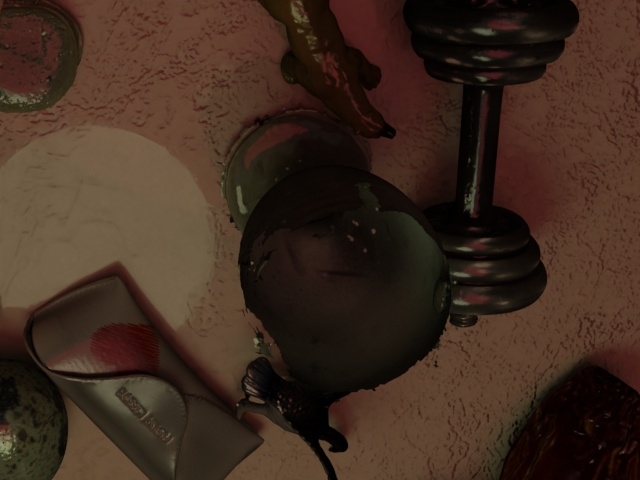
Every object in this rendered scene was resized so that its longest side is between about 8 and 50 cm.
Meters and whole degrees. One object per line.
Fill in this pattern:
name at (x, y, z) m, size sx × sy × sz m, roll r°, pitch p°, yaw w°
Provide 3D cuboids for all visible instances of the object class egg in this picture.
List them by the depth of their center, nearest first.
egg at (-0.341, 0.209, 1.210) m, size 0.132 × 0.132 × 0.172 m, roll -13°, pitch 124°, yaw -5°

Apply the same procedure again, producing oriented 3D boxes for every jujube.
jujube at (0.312, 0.272, 1.337) m, size 0.168 × 0.168 × 0.236 m, roll 28°, pitch 86°, yaw -18°

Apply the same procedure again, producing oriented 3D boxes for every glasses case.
glasses case at (-0.192, 0.181, 1.250) m, size 0.128 × 0.083 × 0.308 m, roll -36°, pitch 112°, yaw 5°

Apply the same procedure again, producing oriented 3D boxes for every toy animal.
toy animal at (0.002, -0.198, 1.133) m, size 0.103 × 0.101 × 0.218 m, roll -27°, pitch 112°, yaw -1°
toy animal at (-0.013, 0.191, 1.278) m, size 0.160 × 0.197 × 0.272 m, roll 17°, pitch 63°, yaw 1°

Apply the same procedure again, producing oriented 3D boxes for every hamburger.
hamburger at (-0.284, -0.187, 1.115) m, size 0.084 × 0.054 × 0.121 m, roll 6°, pitch 102°, yaw -10°

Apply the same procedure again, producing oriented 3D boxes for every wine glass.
wine glass at (0.004, -0.002, 1.072) m, size 0.191 × 0.357 × 0.190 m, roll -3°, pitch 113°, yaw -7°

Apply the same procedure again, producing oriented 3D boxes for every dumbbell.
dumbbell at (0.165, -0.097, 1.159) m, size 0.179 × 0.179 × 0.406 m, roll -2°, pitch 111°, yaw -9°
